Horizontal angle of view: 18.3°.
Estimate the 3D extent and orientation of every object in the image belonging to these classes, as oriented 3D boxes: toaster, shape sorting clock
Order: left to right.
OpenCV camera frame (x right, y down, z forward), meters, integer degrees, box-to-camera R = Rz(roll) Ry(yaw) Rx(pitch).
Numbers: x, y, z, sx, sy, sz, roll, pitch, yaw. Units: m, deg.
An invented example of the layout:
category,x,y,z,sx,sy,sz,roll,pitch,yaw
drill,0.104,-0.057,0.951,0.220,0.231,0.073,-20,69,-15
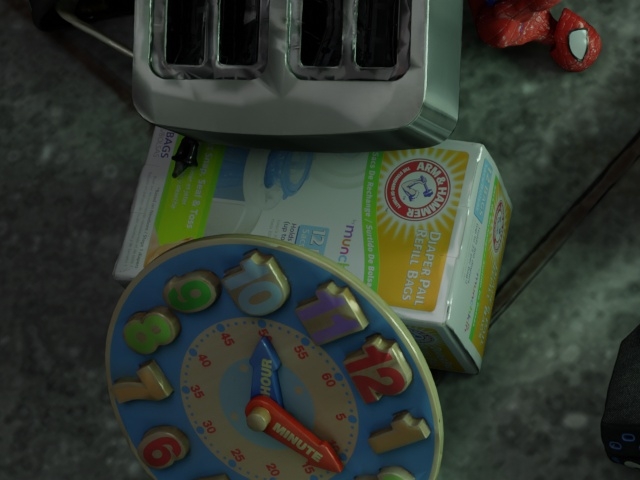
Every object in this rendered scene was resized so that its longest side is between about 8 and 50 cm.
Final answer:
category,x,y,z,sx,sy,sz,roll,pitch,yaw
shape sorting clock,-0.030,0.092,1.111,0.206,0.040,0.206,9,116,18
toaster,-0.012,-0.126,1.079,0.168,0.110,0.186,2,90,14

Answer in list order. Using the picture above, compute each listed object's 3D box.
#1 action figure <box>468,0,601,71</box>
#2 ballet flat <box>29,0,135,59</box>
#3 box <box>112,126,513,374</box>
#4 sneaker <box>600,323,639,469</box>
category,x,y,z,sx,sy,sz,roll,pitch,yaw
action figure,0.094,-0.216,1.153,0.139,0.280,0.091,-27,23,40
ballet flat,-0.068,-0.149,1.258,0.280,0.095,0.096,10,83,30
box,0.000,0.000,1.167,0.203,0.103,0.114,8,73,18
sneaker,0.217,0.137,1.080,0.121,0.079,0.217,-13,75,31
